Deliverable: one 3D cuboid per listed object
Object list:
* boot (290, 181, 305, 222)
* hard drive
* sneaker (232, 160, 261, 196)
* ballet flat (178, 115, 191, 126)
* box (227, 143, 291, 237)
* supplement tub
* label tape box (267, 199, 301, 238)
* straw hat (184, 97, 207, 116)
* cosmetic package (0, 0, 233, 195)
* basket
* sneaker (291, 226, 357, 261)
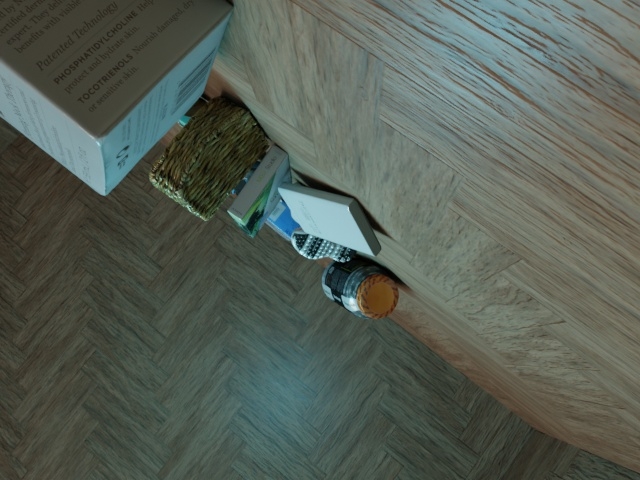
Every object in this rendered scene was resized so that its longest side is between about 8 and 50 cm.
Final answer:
[{"bbox_3d":[-0.011,-0.080,1.761,0.176,0.088,0.244,34,168,21],"label":"boot"},{"bbox_3d":[0.022,-0.066,1.549,0.307,0.040,0.203,19,149,46],"label":"hard drive"},{"bbox_3d":[-0.288,-0.225,1.792,0.124,0.140,0.341,3,-162,-23],"label":"sneaker"},{"bbox_3d":[-0.414,-0.398,1.774,0.241,0.091,0.077,43,-175,-21],"label":"ballet flat"},{"bbox_3d":[-0.175,-0.138,1.609,0.058,0.232,0.322,33,173,5],"label":"box"},{"bbox_3d":[0.155,0.185,2.082,0.207,0.207,0.338,41,173,-21],"label":"supplement tub"},{"bbox_3d":[-0.206,-0.113,2.387,0.249,0.115,0.347,40,171,-10],"label":"label tape box"},{"bbox_3d":[-0.385,-0.421,1.539,0.144,0.144,0.061,36,134,20],"label":"straw hat"},{"bbox_3d":[-0.426,-0.352,0.913,0.393,0.327,0.329,39,159,-9],"label":"cosmetic package"},{"bbox_3d":[-0.330,-0.247,1.420,0.223,0.299,0.213,34,171,28],"label":"basket"},{"bbox_3d":[0.000,0.000,1.878,0.292,0.110,0.118,15,-153,-44],"label":"sneaker"}]
